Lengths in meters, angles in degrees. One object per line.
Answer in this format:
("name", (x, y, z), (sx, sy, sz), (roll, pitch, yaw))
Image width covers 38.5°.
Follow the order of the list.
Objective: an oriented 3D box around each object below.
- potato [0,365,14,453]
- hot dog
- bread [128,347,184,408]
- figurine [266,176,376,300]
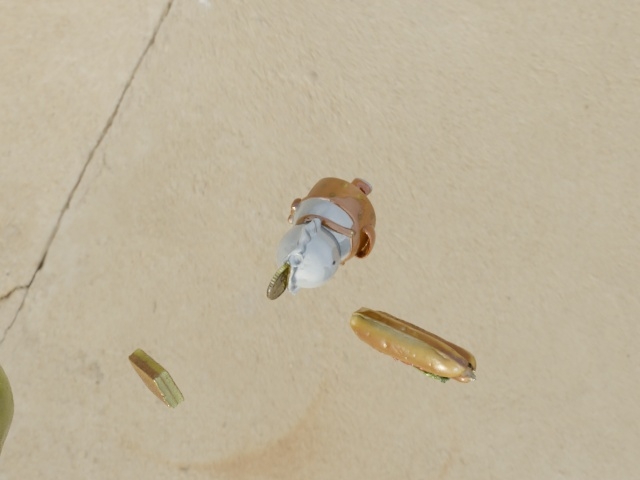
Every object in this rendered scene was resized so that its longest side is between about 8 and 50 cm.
("potato", (-0.430, 0.171, 0.953), (0.228, 0.148, 0.197), (32, 88, -36))
("hot dog", (0.141, 0.162, 1.386), (0.092, 0.236, 0.062), (23, 89, -47))
("bread", (-0.295, 0.247, 1.640), (0.035, 0.094, 0.090), (-40, 133, -21))
("figurine", (-0.006, -0.006, 1.424), (0.271, 0.143, 0.143), (-33, 115, -33))
